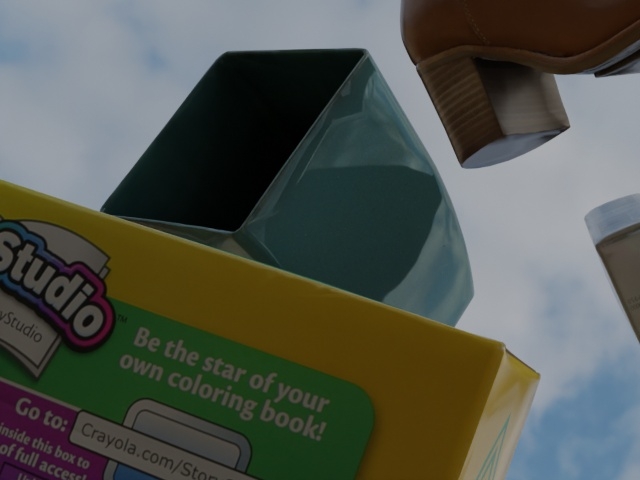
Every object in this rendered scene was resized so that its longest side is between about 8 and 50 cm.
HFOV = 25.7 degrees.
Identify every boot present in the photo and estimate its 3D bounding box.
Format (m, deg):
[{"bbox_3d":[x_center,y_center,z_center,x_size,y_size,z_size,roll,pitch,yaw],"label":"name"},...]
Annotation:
[{"bbox_3d":[0.096,-0.132,0.576,0.197,0.073,0.152,-28,-105,44],"label":"boot"}]

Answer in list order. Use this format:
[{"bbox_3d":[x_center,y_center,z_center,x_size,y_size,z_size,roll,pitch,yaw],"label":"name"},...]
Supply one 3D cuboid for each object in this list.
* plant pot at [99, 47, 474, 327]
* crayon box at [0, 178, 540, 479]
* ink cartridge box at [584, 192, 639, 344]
[{"bbox_3d":[0.000,0.000,1.032,0.166,0.165,0.234,7,-34,49],"label":"plant pot"},{"bbox_3d":[-0.121,0.146,0.667,0.363,0.106,0.313,18,-99,22],"label":"crayon box"},{"bbox_3d":[0.247,0.087,0.943,0.066,0.189,0.232,-19,-87,9],"label":"ink cartridge box"}]
